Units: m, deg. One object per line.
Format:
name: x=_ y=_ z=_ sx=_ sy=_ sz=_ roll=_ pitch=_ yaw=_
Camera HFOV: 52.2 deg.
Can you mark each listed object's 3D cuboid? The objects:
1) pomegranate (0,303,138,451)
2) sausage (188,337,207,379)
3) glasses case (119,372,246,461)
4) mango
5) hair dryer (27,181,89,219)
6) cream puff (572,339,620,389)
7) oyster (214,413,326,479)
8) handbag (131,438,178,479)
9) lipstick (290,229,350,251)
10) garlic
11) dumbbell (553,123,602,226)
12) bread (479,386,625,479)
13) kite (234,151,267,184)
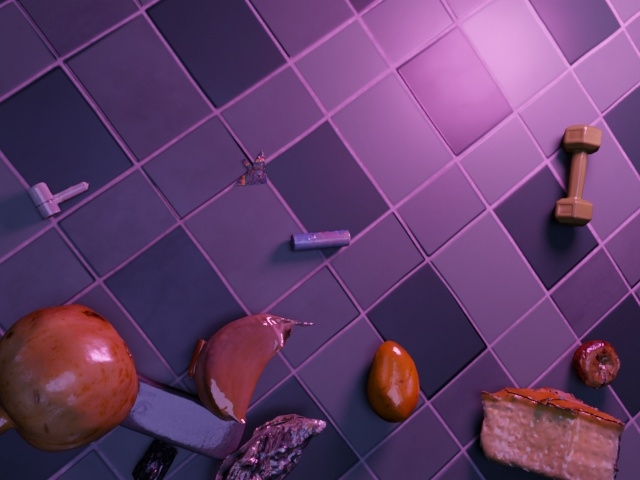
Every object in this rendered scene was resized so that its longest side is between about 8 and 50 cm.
pomegranate: x=-0.587 y=0.314 z=1.453 sx=0.342 sy=0.342 sz=0.343 roll=1 pitch=88 yaw=-16
sausage: x=-0.316 y=0.308 z=1.682 sx=0.031 sy=0.031 sz=0.107 roll=18 pitch=83 yaw=-14
glasses case: x=-0.351 y=0.448 z=1.645 sx=0.323 sy=0.074 sz=0.131 roll=25 pitch=80 yaw=-13
mango: x=0.198 y=0.384 z=1.782 sx=0.144 sy=0.112 sz=0.220 roll=-1 pitch=85 yaw=-11
hair dryer: x=-0.635 y=-0.116 z=1.604 sx=0.137 sy=0.047 sz=0.082 roll=-29 pitch=95 yaw=-20
cream puff: x=0.827 y=0.372 z=1.974 sx=0.148 sy=0.084 sz=0.149 roll=0 pitch=91 yaw=-13
oyster: x=-0.135 y=0.559 z=1.658 sx=0.351 sy=0.162 sz=0.158 roll=-38 pitch=74 yaw=-8
handbag: x=-0.409 y=0.556 z=1.591 sx=0.072 sy=0.139 sz=0.115 roll=34 pitch=80 yaw=-4
lipstick: x=0.000 y=0.000 z=1.774 sx=0.157 sy=0.048 sz=0.048 roll=-5 pitch=89 yaw=-16
garlic: x=-0.186 y=0.294 z=1.656 sx=0.196 sy=0.151 sz=0.338 roll=31 pitch=59 yaw=10
dumbbell: x=0.773 y=-0.195 z=1.967 sx=0.108 sy=0.121 sz=0.302 roll=14 pitch=84 yaw=-44
bread: x=0.648 y=0.551 z=1.829 sx=0.315 sy=0.279 sz=0.249 roll=6 pitch=93 yaw=-27
kite: x=-0.178 y=-0.183 z=1.753 sx=0.090 sy=0.004 sz=0.122 roll=45 pitch=77 yaw=-11
